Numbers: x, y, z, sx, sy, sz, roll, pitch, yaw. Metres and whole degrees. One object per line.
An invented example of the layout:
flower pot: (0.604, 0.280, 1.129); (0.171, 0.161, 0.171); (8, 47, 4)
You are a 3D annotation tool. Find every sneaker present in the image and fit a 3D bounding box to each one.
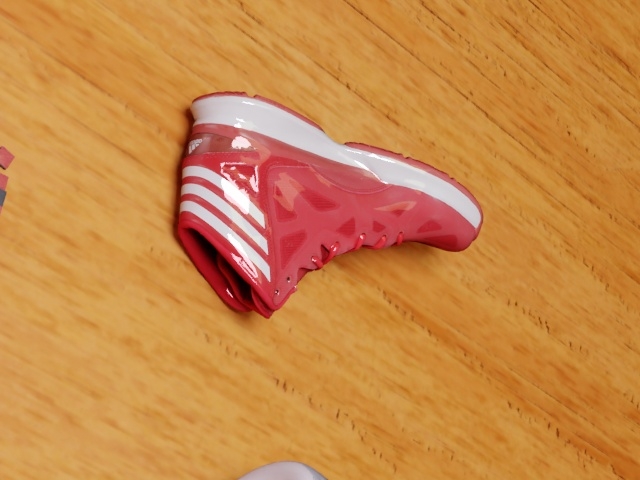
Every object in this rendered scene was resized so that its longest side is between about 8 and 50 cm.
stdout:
sneaker: (0.000, 0.000, 1.028); (0.221, 0.087, 0.128); (20, 75, -25)

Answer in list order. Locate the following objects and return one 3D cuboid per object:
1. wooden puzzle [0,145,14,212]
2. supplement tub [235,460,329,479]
wooden puzzle: (-0.198, -0.024, 0.885); (0.049, 0.006, 0.083); (28, 62, -35)
supplement tub: (0.014, 0.226, 0.949); (0.190, 0.117, 0.117); (44, 54, -28)
